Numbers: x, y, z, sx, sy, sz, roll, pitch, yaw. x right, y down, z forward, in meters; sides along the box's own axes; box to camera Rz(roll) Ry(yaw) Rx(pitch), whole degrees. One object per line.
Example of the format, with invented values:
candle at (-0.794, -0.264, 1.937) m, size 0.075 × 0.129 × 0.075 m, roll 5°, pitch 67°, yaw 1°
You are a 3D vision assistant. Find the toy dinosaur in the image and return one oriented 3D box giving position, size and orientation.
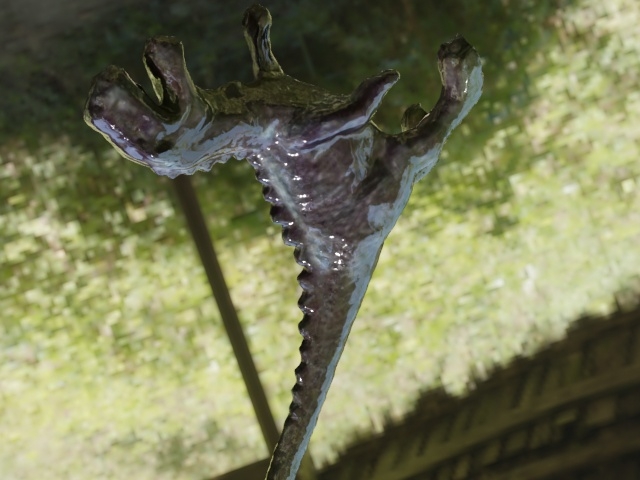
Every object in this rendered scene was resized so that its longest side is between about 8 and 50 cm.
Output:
toy dinosaur at (-0.003, -0.002, 0.716) m, size 0.200 × 0.251 × 0.072 m, roll -35°, pitch -141°, yaw -25°
